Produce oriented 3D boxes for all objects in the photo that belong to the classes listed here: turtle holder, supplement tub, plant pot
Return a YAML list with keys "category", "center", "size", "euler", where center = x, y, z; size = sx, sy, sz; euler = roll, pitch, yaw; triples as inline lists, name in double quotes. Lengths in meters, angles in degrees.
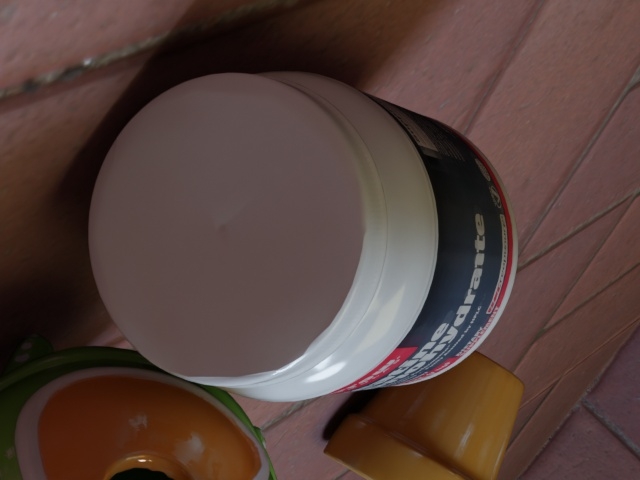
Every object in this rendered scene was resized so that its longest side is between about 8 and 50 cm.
- category: "turtle holder"
  center: [-0.154, 0.226, 0.828]
  size: [0.320, 0.243, 0.227]
  euler: [-44, -163, 2]
- category: "supplement tub"
  center: [0.000, 0.000, 0.870]
  size: [0.191, 0.191, 0.272]
  euler: [-50, 161, 14]
- category: "plant pot"
  center: [0.137, 0.218, 1.643]
  size: [0.188, 0.205, 0.205]
  euler: [-59, 163, -7]
